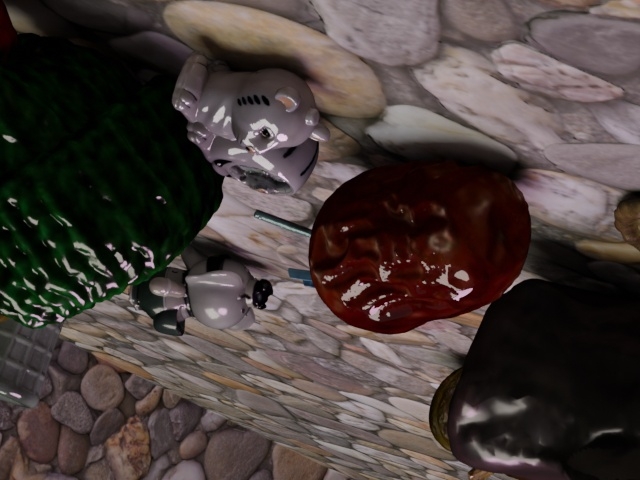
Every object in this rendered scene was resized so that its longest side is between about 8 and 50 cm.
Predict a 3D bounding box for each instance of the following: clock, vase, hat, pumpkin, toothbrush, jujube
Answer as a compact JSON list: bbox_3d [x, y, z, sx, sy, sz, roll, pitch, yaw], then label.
[{"bbox_3d":[-0.042,-0.095,1.278,0.117,0.080,0.176,14,163,23],"label":"clock"},{"bbox_3d":[-0.340,0.047,1.788,0.143,0.299,0.143,20,167,5],"label":"vase"},{"bbox_3d":[-0.248,-0.107,1.312,0.332,0.242,0.274,58,-167,-11],"label":"hat"},{"bbox_3d":[0.251,0.268,2.064,0.219,0.162,0.219,23,169,5],"label":"pumpkin"},{"bbox_3d":[0.000,0.000,1.710,0.167,0.014,0.011,21,149,2],"label":"toothbrush"},{"bbox_3d":[0.089,0.005,1.323,0.155,0.155,0.230,29,159,-31],"label":"jujube"}]

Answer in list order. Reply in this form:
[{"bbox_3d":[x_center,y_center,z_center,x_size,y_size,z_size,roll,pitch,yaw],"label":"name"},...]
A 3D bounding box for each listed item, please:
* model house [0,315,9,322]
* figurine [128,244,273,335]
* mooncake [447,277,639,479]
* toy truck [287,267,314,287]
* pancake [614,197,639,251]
[{"bbox_3d":[-0.331,-0.064,1.489,0.173,0.239,0.268,-14,-156,0],"label":"model house"},{"bbox_3d":[-0.158,0.068,1.986,0.192,0.126,0.147,2,153,10],"label":"figurine"},{"bbox_3d":[0.333,0.164,1.435,0.381,0.212,0.350,10,167,27],"label":"mooncake"},{"bbox_3d":[0.026,0.018,1.617,0.063,0.074,0.136,31,164,-37],"label":"toy truck"},{"bbox_3d":[0.338,0.010,1.244,0.199,0.021,0.199,21,167,5],"label":"pancake"}]
